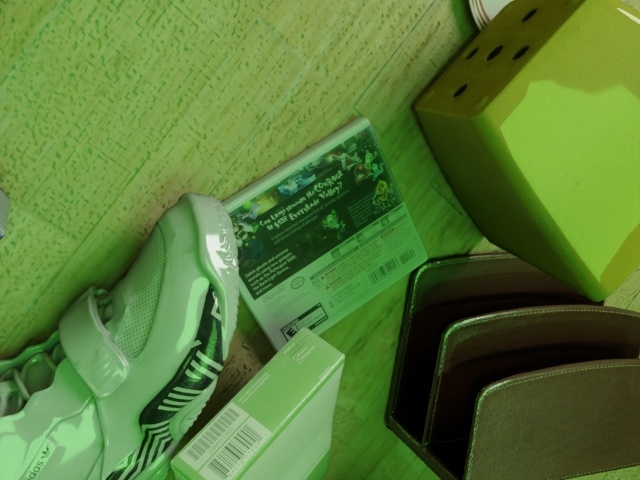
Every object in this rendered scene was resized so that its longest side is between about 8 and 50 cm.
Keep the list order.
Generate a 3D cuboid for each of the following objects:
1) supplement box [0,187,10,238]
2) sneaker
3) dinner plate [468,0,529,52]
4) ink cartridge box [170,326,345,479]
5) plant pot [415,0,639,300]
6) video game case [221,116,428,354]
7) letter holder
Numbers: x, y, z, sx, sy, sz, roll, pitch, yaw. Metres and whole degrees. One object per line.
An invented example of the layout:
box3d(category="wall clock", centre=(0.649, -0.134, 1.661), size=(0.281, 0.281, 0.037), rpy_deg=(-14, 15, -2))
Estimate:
box3d(category="supplement box", centre=(-0.339, 0.008, 0.439), size=(0.220, 0.114, 0.111), rpy_deg=(-38, 118, -8))
box3d(category="sneaker", centre=(-0.213, 0.113, 0.515), size=(0.210, 0.137, 0.365), rpy_deg=(20, 101, -32))
box3d(category="dinner plate", centre=(0.202, -0.262, 0.660), size=(0.141, 0.017, 0.141), rpy_deg=(-8, 110, -22))
box3d(category="ink cartridge box", centre=(-0.052, 0.214, 0.624), size=(0.171, 0.056, 0.235), rpy_deg=(-43, 154, -35))
box3d(category="plant pot", centre=(0.218, -0.109, 0.609), size=(0.187, 0.212, 0.212), rpy_deg=(42, 92, -20))
box3d(category="video game case", centre=(0.000, 0.000, 0.648), size=(0.190, 0.022, 0.173), rpy_deg=(-33, 118, -11))
box3d(category="letter holder", centre=(0.252, 0.132, 0.737), size=(0.302, 0.152, 0.214), rpy_deg=(1, 104, -25))
